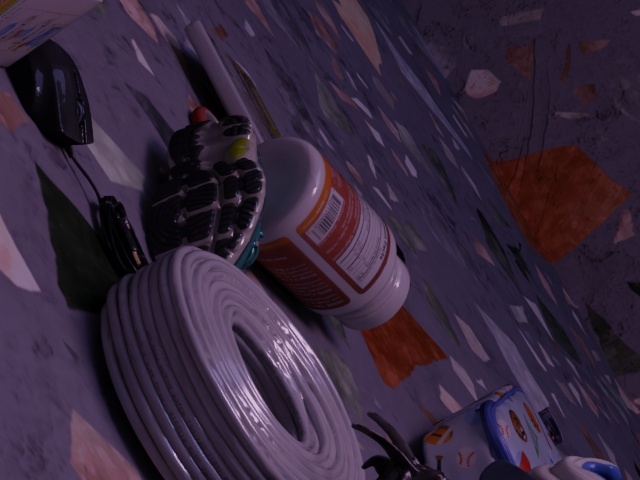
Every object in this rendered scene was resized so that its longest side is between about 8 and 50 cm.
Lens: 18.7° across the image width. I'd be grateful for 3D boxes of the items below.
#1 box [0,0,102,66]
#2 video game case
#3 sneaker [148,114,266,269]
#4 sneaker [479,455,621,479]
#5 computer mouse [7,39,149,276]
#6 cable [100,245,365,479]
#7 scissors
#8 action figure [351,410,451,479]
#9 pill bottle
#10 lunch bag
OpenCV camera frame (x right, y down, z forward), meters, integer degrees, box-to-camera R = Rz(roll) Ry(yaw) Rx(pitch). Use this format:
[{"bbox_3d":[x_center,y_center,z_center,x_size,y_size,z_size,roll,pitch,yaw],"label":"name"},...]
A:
[{"bbox_3d":[-0.265,-0.207,1.483,0.114,0.103,0.203,58,12,3],"label":"box"},{"bbox_3d":[-0.071,-0.125,2.167,0.212,0.023,0.193,62,7,21],"label":"video game case"},{"bbox_3d":[-0.083,-0.020,1.745,0.275,0.107,0.110,-82,155,-63],"label":"sneaker"},{"bbox_3d":[0.216,0.317,1.739,0.130,0.236,0.323,51,14,-26],"label":"sneaker"},{"bbox_3d":[-0.190,-0.074,1.593,0.242,0.041,0.071,61,12,14],"label":"computer mouse"},{"bbox_3d":[-0.064,0.126,1.478,0.257,0.089,0.257,53,13,-19],"label":"cable"},{"bbox_3d":[-0.106,-0.066,1.936,0.109,0.021,0.297,57,11,-11],"label":"scissors"},{"bbox_3d":[0.089,0.263,1.426,0.164,0.141,0.276,-34,119,-81],"label":"action figure"},{"bbox_3d":[0.000,0.000,1.953,0.216,0.121,0.121,46,17,-44],"label":"pill bottle"},{"bbox_3d":[0.220,0.286,2.128,0.243,0.115,0.303,61,14,7],"label":"lunch bag"}]
